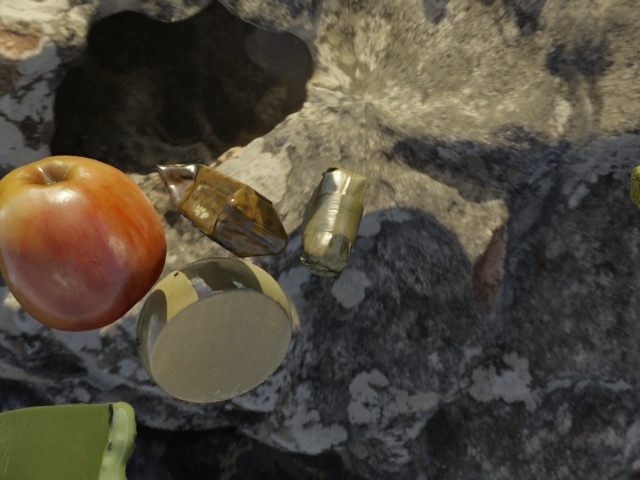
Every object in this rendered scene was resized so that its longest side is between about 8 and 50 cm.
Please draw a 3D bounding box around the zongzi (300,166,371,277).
[{"bbox_3d":[0.000,0.000,1.126,0.078,0.176,0.160,24,58,-8],"label":"zongzi"}]

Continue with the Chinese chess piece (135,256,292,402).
[{"bbox_3d":[-0.179,0.154,1.361,0.273,0.102,0.273,-13,127,-18],"label":"Chinese chess piece"}]

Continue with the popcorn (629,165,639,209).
[{"bbox_3d":[0.428,-0.048,0.893,0.145,0.126,0.125,-13,121,0],"label":"popcorn"}]

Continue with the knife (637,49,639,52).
[{"bbox_3d":[0.641,-0.337,1.463,0.121,0.031,0.018,29,135,33],"label":"knife"}]

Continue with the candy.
[{"bbox_3d":[-0.169,-0.061,1.274,0.143,0.271,0.101,35,88,-40],"label":"candy"}]

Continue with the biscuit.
[{"bbox_3d":[-0.234,0.186,0.656,0.038,0.322,0.099,23,65,-32],"label":"biscuit"}]

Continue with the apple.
[{"bbox_3d":[-0.356,-0.004,1.173,0.242,0.242,0.241,-14,126,5],"label":"apple"}]
